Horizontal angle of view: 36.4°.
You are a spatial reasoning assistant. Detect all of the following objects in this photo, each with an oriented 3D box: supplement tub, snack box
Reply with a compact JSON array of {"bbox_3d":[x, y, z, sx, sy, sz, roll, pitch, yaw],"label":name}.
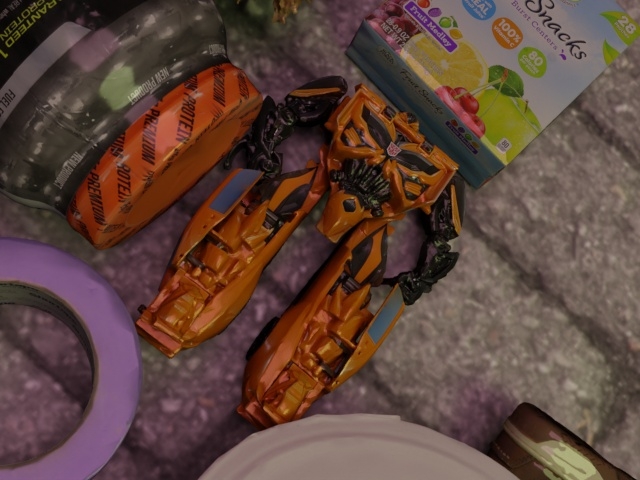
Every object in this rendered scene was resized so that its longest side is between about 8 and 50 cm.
[{"bbox_3d":[-0.213,-0.169,0.698,0.207,0.207,0.338,-42,88,-21],"label":"supplement tub"},{"bbox_3d":[0.156,-0.178,0.869,0.174,0.070,0.207,46,68,2],"label":"snack box"}]

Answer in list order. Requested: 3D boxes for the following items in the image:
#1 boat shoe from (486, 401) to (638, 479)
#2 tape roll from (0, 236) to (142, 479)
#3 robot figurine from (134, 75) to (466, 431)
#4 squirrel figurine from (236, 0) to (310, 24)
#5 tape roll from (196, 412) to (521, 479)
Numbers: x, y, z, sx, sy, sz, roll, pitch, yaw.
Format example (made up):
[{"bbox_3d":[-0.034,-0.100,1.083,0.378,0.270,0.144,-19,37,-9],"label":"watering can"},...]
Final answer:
[{"bbox_3d":[0.232,0.236,0.776,0.257,0.095,0.095,36,93,-4],"label":"boat shoe"},{"bbox_3d":[-0.223,0.098,0.690,0.189,0.080,0.189,4,75,-14],"label":"tape roll"},{"bbox_3d":[0.000,0.000,0.770,0.211,0.085,0.291,39,69,-6],"label":"robot figurine"},{"bbox_3d":[-0.063,-0.373,0.699,0.281,0.370,0.397,-32,111,14],"label":"squirrel figurine"},{"bbox_3d":[0.034,0.246,0.622,0.286,0.100,0.286,8,36,-6],"label":"tape roll"}]
